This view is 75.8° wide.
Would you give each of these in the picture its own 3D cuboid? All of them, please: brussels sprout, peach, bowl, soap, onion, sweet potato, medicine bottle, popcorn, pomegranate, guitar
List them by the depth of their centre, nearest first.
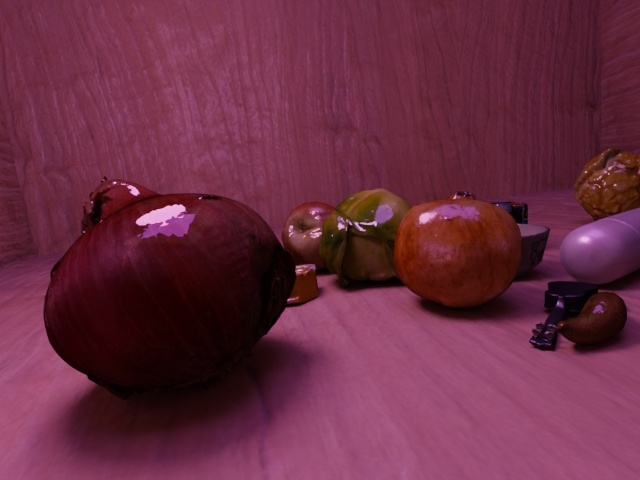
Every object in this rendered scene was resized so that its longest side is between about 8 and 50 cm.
[{"bbox_3d":[-0.210,0.078,0.620,0.352,0.354,0.354,-6,9,1],"label":"onion"},{"bbox_3d":[0.440,0.109,0.636,0.249,0.060,0.069,-12,-27,-43],"label":"sweet potato"},{"bbox_3d":[0.402,0.116,0.691,0.083,0.038,0.271,-1,10,42],"label":"guitar"},{"bbox_3d":[0.266,0.015,0.813,0.247,0.249,0.248,-6,9,1],"label":"pomegranate"},{"bbox_3d":[0.658,0.009,0.905,0.340,0.131,0.130,-12,11,-32],"label":"medicine bottle"},{"bbox_3d":[-0.123,0.110,0.989,0.231,0.073,0.140,-6,10,0],"label":"soap"},{"bbox_3d":[0.444,0.027,1.002,0.211,0.112,0.211,-7,8,1],"label":"bowl"},{"bbox_3d":[0.132,-0.001,1.071,0.259,0.227,0.294,7,42,21],"label":"brussels sprout"},{"bbox_3d":[0.000,0.000,1.263,0.214,0.215,0.235,1,-23,41],"label":"peach"},{"bbox_3d":[1.074,-0.195,1.508,0.281,0.247,0.282,10,41,-9],"label":"popcorn"}]

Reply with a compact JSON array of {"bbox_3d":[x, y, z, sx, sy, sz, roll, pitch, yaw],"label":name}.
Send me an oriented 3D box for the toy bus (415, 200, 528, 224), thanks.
[{"bbox_3d":[0.449,-0.038,1.275,0.322,0.162,0.194,-3,9,14],"label":"toy bus"}]
